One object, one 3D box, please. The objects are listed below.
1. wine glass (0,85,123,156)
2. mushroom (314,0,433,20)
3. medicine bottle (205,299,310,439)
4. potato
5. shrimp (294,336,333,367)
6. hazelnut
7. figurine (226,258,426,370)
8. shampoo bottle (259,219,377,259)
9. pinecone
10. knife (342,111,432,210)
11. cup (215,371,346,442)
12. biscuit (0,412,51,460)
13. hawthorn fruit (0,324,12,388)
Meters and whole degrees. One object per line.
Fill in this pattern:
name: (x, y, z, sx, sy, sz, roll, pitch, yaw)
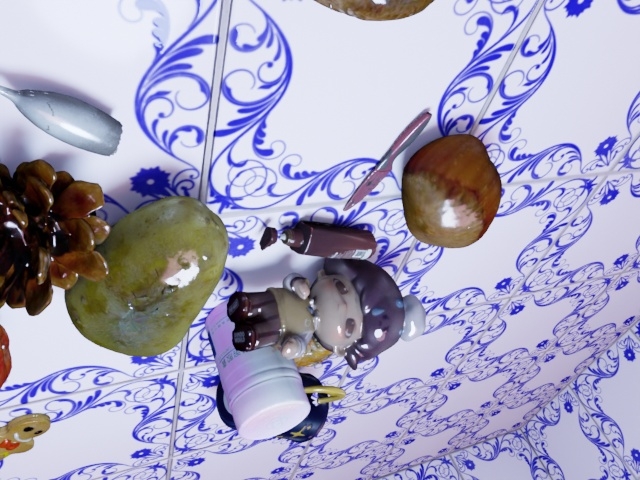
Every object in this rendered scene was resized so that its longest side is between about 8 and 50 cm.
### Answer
wine glass: (-0.330, -0.160, 0.664, 0.066, 0.066, 0.198, -43, 143, 21)
mushroom: (0.080, -0.321, 0.643, 0.286, 0.151, 0.156, -15, 144, -17)
medicine bottle: (-0.131, 0.253, 1.143, 0.152, 0.253, 0.152, -17, 143, -14)
potato: (-0.263, 0.055, 0.876, 0.210, 0.173, 0.307, 30, 117, -28)
shrimp: (-0.003, 0.216, 1.349, 0.164, 0.062, 0.316, 7, 136, -36)
hazelnut: (0.245, -0.084, 1.025, 0.210, 0.186, 0.210, -6, 128, -8)
figurine: (0.011, 0.129, 1.109, 0.365, 0.218, 0.206, 10, 134, -45)
shampoo bottle: (-0.002, 0.000, 1.074, 0.237, 0.067, 0.068, 7, 114, -36)
pinecone: (-0.393, -0.001, 0.703, 0.229, 0.202, 0.201, -11, 180, 5)
knife: (0.117, -0.137, 1.021, 0.036, 0.018, 0.247, 7, 136, -42)
cup: (-0.090, 0.371, 1.394, 0.255, 0.178, 0.256, -42, 141, 13)
biscuit: (-0.691, 0.442, 1.214, 0.240, 0.035, 0.158, -29, 147, 4)
hawthorn fruit: (-0.571, 0.188, 0.860, 0.189, 0.189, 0.189, -17, 144, -13)
